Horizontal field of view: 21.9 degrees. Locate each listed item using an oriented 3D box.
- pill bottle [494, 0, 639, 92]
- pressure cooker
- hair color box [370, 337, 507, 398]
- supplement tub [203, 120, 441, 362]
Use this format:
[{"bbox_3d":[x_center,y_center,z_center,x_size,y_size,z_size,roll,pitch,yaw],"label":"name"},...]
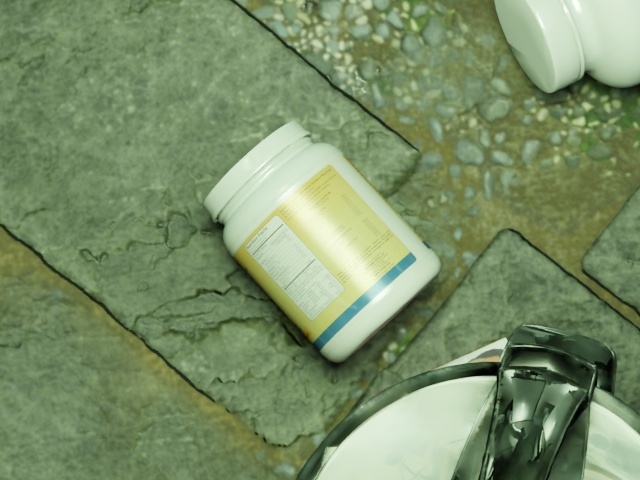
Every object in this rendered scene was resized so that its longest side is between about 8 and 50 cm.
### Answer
[{"bbox_3d":[0.339,-0.266,1.604,0.323,0.181,0.181,-26,83,-7],"label":"pill bottle"},{"bbox_3d":[0.142,0.301,1.348,0.375,0.420,0.370,-26,66,-4],"label":"pressure cooker"},{"bbox_3d":[0.127,0.154,1.591,0.141,0.043,0.072,-24,82,-8],"label":"hair color box"},{"bbox_3d":[0.000,0.000,1.559,0.144,0.144,0.199,-42,85,-9],"label":"supplement tub"}]
